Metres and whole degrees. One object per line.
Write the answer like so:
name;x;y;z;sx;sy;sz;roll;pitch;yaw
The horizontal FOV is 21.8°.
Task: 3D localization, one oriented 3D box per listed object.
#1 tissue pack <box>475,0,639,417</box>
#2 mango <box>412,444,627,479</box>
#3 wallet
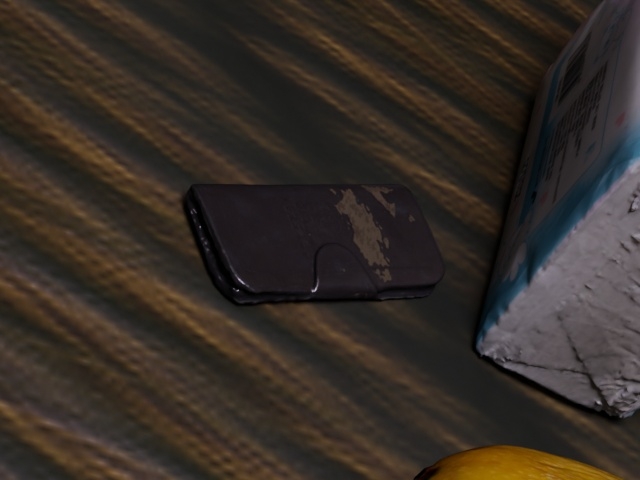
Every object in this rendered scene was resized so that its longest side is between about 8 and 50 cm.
tissue pack;0.201;-0.050;1.006;0.124;0.201;0.271;30;44;-10
mango;0.150;0.195;0.818;0.262;0.109;0.157;34;29;-3
wallet;0.000;0.000;0.964;0.156;0.018;0.082;0;53;-34
